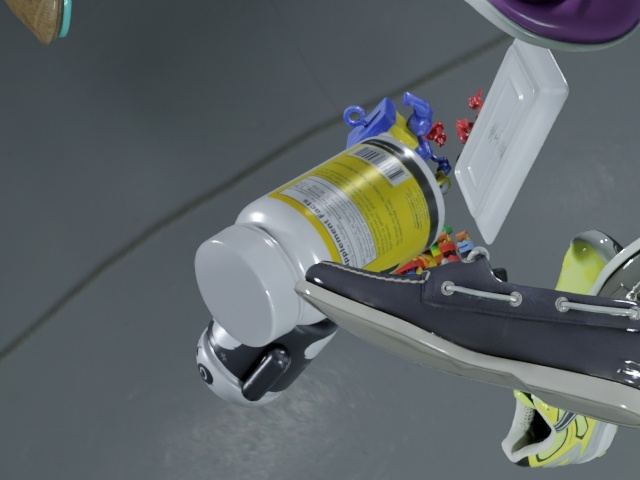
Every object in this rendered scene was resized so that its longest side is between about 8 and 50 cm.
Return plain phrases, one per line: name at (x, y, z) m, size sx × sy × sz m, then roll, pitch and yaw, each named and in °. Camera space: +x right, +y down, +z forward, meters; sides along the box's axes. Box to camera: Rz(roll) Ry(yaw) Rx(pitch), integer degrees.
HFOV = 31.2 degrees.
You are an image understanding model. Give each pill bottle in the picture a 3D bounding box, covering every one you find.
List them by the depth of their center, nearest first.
pill bottle at (0.000, 0.000, 0.993) m, size 0.208 × 0.119 × 0.119 m, roll -31°, pitch 72°, yaw -35°

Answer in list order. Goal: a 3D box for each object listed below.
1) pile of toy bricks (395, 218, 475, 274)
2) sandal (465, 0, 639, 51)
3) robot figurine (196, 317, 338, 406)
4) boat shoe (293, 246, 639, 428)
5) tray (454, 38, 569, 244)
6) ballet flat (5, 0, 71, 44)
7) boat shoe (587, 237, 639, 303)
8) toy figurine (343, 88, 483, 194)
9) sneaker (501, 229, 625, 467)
pile of toy bricks at (0.178, -0.001, 1.766) m, size 0.118 × 0.212 × 0.105 m, roll -23°, pitch 80°, yaw 22°
sandal at (0.206, -0.327, 1.234) m, size 0.416 × 0.102 × 0.169 m, roll 22°, pitch 85°, yaw -22°
robot figurine at (-0.085, 0.144, 1.858) m, size 0.173 × 0.209 × 0.278 m, roll 47°, pitch 115°, yaw 14°
boat shoe at (0.086, 0.040, 0.615) m, size 0.206 × 0.075 × 0.065 m, roll 17°, pitch 76°, yaw 22°
tray at (0.231, -0.135, 1.463) m, size 0.030 × 0.270 × 0.145 m, roll 1°, pitch 46°, yaw -19°
ballet flat at (-0.275, -0.345, 0.986) m, size 0.124 × 0.116 × 0.342 m, roll -1°, pitch 101°, yaw -29°
boat shoe at (0.371, 0.087, 1.378) m, size 0.109 × 0.305 × 0.091 m, roll -1°, pitch 54°, yaw -30°
toy figurine at (0.110, -0.169, 2.034) m, size 0.362 × 0.217 × 0.191 m, roll -42°, pitch 30°, yaw 31°
sneaker at (0.345, 0.168, 1.569) m, size 0.147 × 0.385 × 0.145 m, roll -15°, pitch 33°, yaw -28°
